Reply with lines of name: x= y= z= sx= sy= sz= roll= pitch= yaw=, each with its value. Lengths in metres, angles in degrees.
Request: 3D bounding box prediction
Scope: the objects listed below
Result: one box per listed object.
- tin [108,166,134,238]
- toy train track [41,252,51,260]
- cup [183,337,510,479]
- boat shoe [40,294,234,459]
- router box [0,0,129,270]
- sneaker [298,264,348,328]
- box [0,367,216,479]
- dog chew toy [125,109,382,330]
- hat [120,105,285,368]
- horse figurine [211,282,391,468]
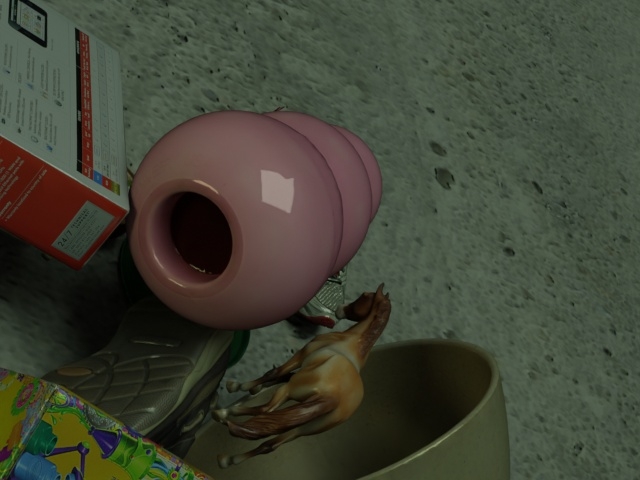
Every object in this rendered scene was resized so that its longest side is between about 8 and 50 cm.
tin: x=-0.264 y=-0.065 z=1.588 sx=0.189 sy=0.040 sz=0.106 roll=24 pitch=41 yaw=-36
toy train track: x=-0.259 y=-0.007 z=1.577 sx=0.048 sy=0.014 sz=0.083 roll=47 pitch=35 yaw=-12
cup: x=0.049 y=0.272 z=1.492 sx=0.331 sy=0.331 sz=0.237 roll=-43 pitch=116 yaw=-55
boat shoe: x=-0.166 y=0.165 z=1.425 sx=0.355 sy=0.132 sz=0.130 roll=-42 pitch=134 yaw=-60
router box: x=-0.329 y=-0.158 z=1.463 sx=0.301 sy=0.082 sz=0.335 roll=32 pitch=23 yaw=-25
sneaker: x=0.000 y=0.000 z=1.806 sx=0.088 sy=0.093 sz=0.225 roll=25 pitch=46 yaw=-36
box: x=-0.190 y=0.291 z=1.165 sx=0.279 sy=0.177 sz=0.290 roll=37 pitch=74 yaw=-25
dog chew toy: x=-0.043 y=-0.035 z=1.507 sx=0.206 sy=0.206 sz=0.332 roll=58 pitch=29 yaw=4
hat: x=-0.091 y=0.006 z=1.613 sx=0.208 sy=0.183 sz=0.173 roll=59 pitch=34 yaw=5
horse figurine: x=-0.015 y=0.136 z=1.473 sx=0.066 sy=0.174 sz=0.263 roll=65 pitch=14 yaw=-11
